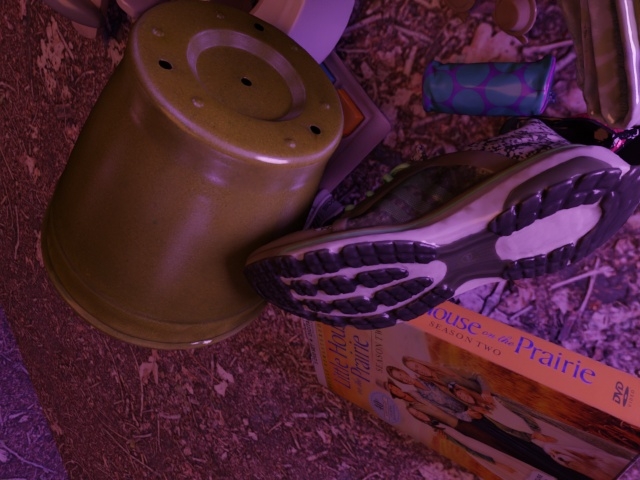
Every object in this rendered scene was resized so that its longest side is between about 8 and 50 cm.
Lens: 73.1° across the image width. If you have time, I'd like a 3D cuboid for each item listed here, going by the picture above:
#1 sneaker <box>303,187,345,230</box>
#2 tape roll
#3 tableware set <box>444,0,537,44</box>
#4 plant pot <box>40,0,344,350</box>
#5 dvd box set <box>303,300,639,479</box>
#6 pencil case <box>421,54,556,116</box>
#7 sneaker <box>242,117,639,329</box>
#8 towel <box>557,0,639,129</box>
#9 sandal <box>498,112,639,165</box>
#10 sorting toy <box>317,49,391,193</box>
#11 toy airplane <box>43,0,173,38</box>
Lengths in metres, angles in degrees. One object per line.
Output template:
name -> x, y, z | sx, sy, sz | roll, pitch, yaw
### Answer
sneaker -> 0.000, 0.000, 0.723 | 0.074, 0.063, 0.170 | 34, 124, 16
tape roll -> -0.084, -0.381, 0.621 | 0.286, 0.100, 0.286 | 8, 103, 38
tableware set -> 0.192, -0.304, 0.467 | 0.141, 0.020, 0.169 | 53, 164, 23
plant pot -> -0.154, -0.087, 0.573 | 0.366, 0.366, 0.353 | 54, 138, 9
dvd box set -> 0.165, 0.200, 0.599 | 0.420, 0.062, 0.308 | 22, 140, 28
pencil case -> 0.200, -0.188, 0.524 | 0.151, 0.064, 0.070 | 13, 73, 32
sneaker -> 0.109, -0.027, 0.500 | 0.410, 0.182, 0.158 | -16, 133, 9
towel -> 0.277, -0.292, 0.249 | 0.374, 0.090, 0.320 | -37, 113, -2
sandal -> 0.296, -0.116, 0.494 | 0.179, 0.040, 0.067 | 8, 108, 33
sorting toy -> -0.016, -0.193, 0.689 | 0.193, 0.038, 0.208 | -43, 79, 36
toy airplane -> -0.406, -0.524, 0.710 | 0.384, 0.272, 0.386 | 28, 137, 37
